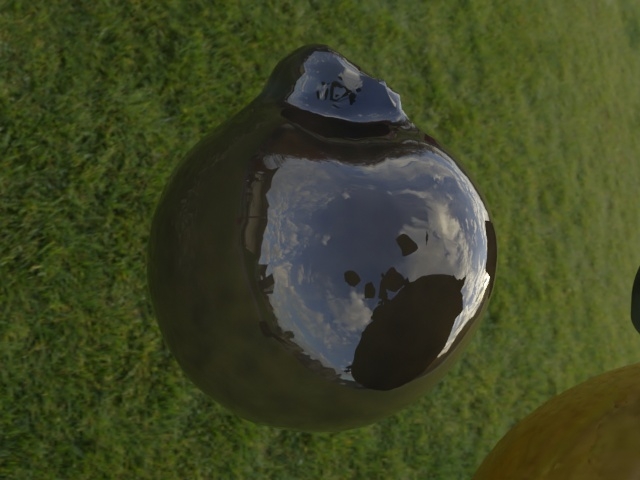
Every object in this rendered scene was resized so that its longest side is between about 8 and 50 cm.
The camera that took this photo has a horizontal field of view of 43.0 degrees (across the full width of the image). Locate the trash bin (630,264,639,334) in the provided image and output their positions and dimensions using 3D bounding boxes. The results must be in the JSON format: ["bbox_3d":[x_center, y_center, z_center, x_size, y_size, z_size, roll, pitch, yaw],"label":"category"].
[{"bbox_3d":[0.462,0.012,0.811,0.182,0.290,0.209,47,62,-7],"label":"trash bin"}]

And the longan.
[{"bbox_3d":[0.000,0.000,0.432,0.159,0.184,0.205,-49,136,-84],"label":"longan"}]

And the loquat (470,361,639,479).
[{"bbox_3d":[0.178,0.167,0.307,0.274,0.274,0.275,17,67,-45],"label":"loquat"}]
